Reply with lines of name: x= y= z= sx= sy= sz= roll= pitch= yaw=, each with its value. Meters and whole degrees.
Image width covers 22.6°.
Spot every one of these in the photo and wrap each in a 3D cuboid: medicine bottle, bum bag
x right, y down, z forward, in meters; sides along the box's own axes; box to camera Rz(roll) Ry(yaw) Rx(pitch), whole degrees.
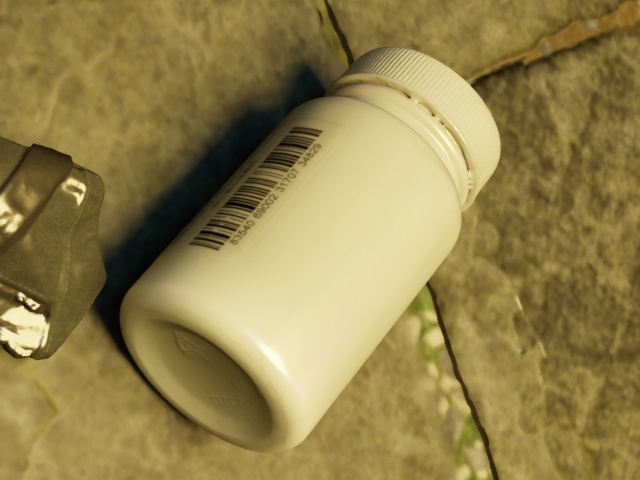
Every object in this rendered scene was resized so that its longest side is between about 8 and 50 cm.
medicine bottle: x=0.000 y=0.000 z=0.742 sx=0.103 sy=0.103 sz=0.186 roll=52 pitch=57 yaw=-20
bum bag: x=-0.173 y=-0.020 z=0.652 sx=0.198 sy=0.049 sz=0.087 roll=26 pitch=93 yaw=-32
